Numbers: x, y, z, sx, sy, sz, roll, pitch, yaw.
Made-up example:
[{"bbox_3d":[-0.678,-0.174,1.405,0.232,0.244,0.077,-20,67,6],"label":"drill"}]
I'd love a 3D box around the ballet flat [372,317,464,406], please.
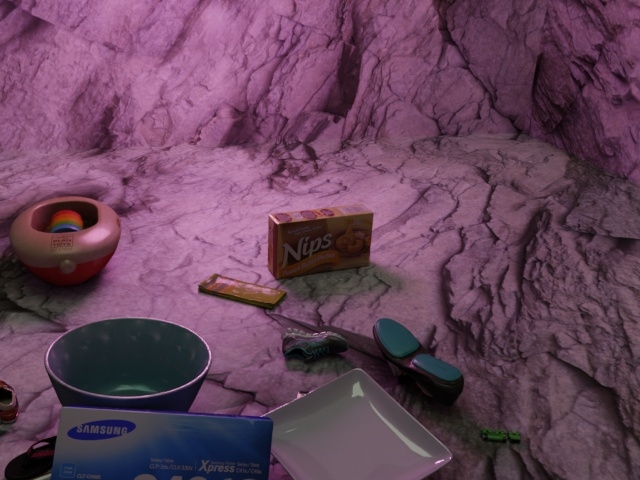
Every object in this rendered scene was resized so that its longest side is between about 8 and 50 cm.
[{"bbox_3d":[0.209,0.283,1.465,0.095,0.096,0.280,-16,31,-27],"label":"ballet flat"}]

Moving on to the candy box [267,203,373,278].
[{"bbox_3d":[0.000,0.000,1.966,0.316,0.183,0.087,-7,25,-22],"label":"candy box"}]

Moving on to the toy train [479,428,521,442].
[{"bbox_3d":[0.370,0.401,1.320,0.083,0.017,0.023,4,35,2],"label":"toy train"}]

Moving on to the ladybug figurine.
[{"bbox_3d":[-0.741,0.005,1.890,0.305,0.162,0.449,-4,24,-16],"label":"ladybug figurine"}]

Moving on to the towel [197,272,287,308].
[{"bbox_3d":[-0.222,0.139,1.827,0.237,0.021,0.102,12,26,19],"label":"towel"}]

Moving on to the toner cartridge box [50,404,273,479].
[{"bbox_3d":[-0.259,0.371,1.078,0.348,0.165,0.075,6,-13,-9],"label":"toner cartridge box"}]

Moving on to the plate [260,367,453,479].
[{"bbox_3d":[0.053,0.380,1.188,0.277,0.045,0.278,-19,39,-33],"label":"plate"}]

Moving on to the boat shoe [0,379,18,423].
[{"bbox_3d":[-0.657,0.325,1.334,0.049,0.043,0.137,-15,28,-30],"label":"boat shoe"}]

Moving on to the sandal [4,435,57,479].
[{"bbox_3d":[-0.504,0.390,1.208,0.179,0.040,0.067,-20,34,-41],"label":"sandal"}]

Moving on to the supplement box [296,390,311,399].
[{"bbox_3d":[-0.010,0.359,1.319,0.083,0.056,0.083,4,25,1],"label":"supplement box"}]

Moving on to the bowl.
[{"bbox_3d":[-0.378,0.291,1.274,0.312,0.163,0.311,8,20,-3],"label":"bowl"}]

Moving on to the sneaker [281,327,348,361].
[{"bbox_3d":[-0.017,0.262,1.550,0.166,0.065,0.076,3,40,7],"label":"sneaker"}]

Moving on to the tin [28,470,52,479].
[{"bbox_3d":[-0.440,0.439,1.118,0.190,0.040,0.106,-13,25,-32],"label":"tin"}]
